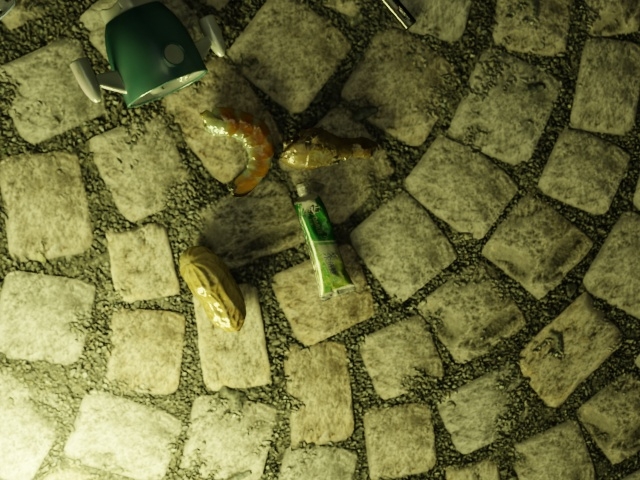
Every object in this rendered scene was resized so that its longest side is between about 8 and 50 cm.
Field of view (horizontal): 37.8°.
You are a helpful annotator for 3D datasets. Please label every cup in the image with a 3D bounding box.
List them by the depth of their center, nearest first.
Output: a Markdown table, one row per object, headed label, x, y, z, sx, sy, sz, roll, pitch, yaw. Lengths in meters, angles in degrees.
| label | x | y | z | sx | sy | sz | roll | pitch | yaw |
| --- | --- | --- | --- | --- | --- | --- | --- | --- | --- |
| cup | -0.310 | -0.348 | 1.677 | 0.300 | 0.167 | 0.173 | -28 | 96 | -32 |

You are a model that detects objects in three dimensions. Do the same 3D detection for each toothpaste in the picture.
| label | x | y | z | sx | sy | sz | roll | pitch | yaw |
| --- | --- | --- | --- | --- | --- | --- | --- | --- | --- |
| toothpaste | 0.000 | 0.000 | 1.859 | 0.078 | 0.047 | 0.248 | -19 | 106 | -5 |

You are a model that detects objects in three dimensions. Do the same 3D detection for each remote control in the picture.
| label | x | y | z | sx | sy | sz | roll | pitch | yaw |
| --- | --- | --- | --- | --- | --- | --- | --- | --- | --- |
| remote control | 0.149 | -0.451 | 1.816 | 0.034 | 0.016 | 0.091 | -42 | 105 | 4 |

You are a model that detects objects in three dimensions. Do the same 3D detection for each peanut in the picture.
| label | x | y | z | sx | sy | sz | roll | pitch | yaw |
| --- | --- | --- | --- | --- | --- | --- | --- | --- | --- |
| peanut | -0.203 | 0.095 | 1.813 | 0.083 | 0.093 | 0.194 | -36 | 103 | -17 |

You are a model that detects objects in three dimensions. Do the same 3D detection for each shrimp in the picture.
| label | x | y | z | sx | sy | sz | roll | pitch | yaw |
| --- | --- | --- | --- | --- | --- | --- | --- | --- | --- |
| shrimp | -0.172 | -0.169 | 1.797 | 0.161 | 0.049 | 0.166 | 17 | 104 | -15 |

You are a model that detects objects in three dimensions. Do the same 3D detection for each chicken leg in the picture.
| label | x | y | z | sx | sy | sz | roll | pitch | yaw |
| --- | --- | --- | --- | --- | --- | --- | --- | --- | --- |
| chicken leg | 0.020 | -0.179 | 1.819 | 0.198 | 0.069 | 0.085 | -2 | 102 | -18 |

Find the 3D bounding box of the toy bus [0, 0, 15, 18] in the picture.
| label | x | y | z | sx | sy | sz | roll | pitch | yaw |
| --- | --- | --- | --- | --- | --- | --- | --- | --- | --- |
| toy bus | -0.610 | -0.458 | 1.636 | 0.073 | 0.076 | 0.167 | -42 | 103 | -3 |
